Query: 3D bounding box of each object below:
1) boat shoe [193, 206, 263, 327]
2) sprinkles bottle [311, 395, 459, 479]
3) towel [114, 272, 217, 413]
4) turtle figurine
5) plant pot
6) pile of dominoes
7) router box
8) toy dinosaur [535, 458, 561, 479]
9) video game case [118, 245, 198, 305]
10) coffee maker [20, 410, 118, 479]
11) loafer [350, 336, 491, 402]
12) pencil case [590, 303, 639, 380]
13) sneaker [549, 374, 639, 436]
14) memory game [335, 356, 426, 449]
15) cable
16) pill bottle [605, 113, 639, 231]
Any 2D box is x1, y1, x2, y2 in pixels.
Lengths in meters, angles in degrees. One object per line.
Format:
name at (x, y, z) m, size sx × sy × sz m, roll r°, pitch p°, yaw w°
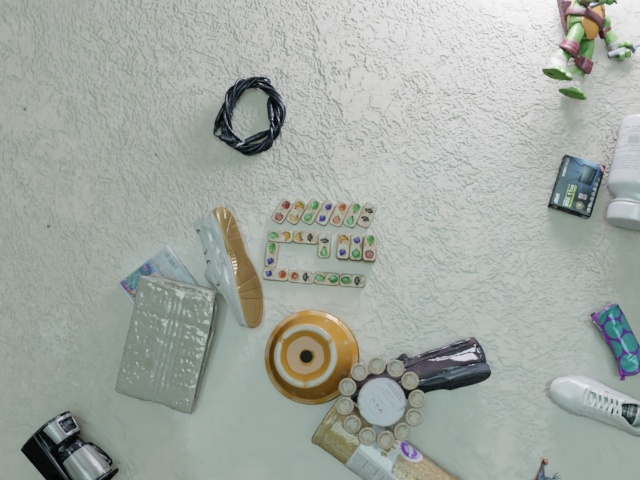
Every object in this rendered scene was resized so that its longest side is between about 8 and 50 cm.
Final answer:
boat shoe at (-0.208, 0.069, 1.837) m, size 0.096 × 0.098 × 0.277 m, roll -21°, pitch 82°, yaw 24°
sprinkles bottle at (0.154, 0.473, 1.723) m, size 0.355 × 0.121 × 0.121 m, roll 34°, pitch 85°, yaw 9°
towel at (-0.336, 0.223, 1.823) m, size 0.187 × 0.049 × 0.282 m, roll 14°, pitch 93°, yaw 8°
turtle figurine at (0.618, -0.444, 1.793) m, size 0.275 × 0.198 × 0.266 m, roll 27°, pitch 88°, yaw 12°
plant pot at (-0.024, 0.243, 1.739) m, size 0.205 × 0.188 × 0.205 m, roll -1°, pitch 81°, yaw 5°
pile of dominoes at (0.000, 0.000, 1.851) m, size 0.251 × 0.040 × 0.196 m, roll 4°, pitch 82°, yaw 5°
router box at (0.563, -0.119, 1.825) m, size 0.092 × 0.038 × 0.122 m, roll 17°, pitch 83°, yaw 8°
toy dinosaur at (0.459, 0.501, 1.737) m, size 0.090 × 0.047 × 0.082 m, roll -12°, pitch 62°, yaw 13°
video game case at (-0.355, 0.115, 1.872) m, size 0.143 × 0.019 × 0.157 m, roll -38°, pitch 81°, yaw -2°
coffee maker at (-0.553, 0.484, 1.779) m, size 0.171 × 0.120 × 0.178 m, roll -42°, pitch 80°, yaw -2°
loafer at (0.207, 0.278, 1.771) m, size 0.302 × 0.109 × 0.095 m, roll -10°, pitch 61°, yaw -3°
pencil case at (0.631, 0.213, 1.754) m, size 0.070 × 0.064 × 0.151 m, roll -23°, pitch 79°, yaw -15°
sneaker at (0.595, 0.340, 1.723) m, size 0.235 × 0.095 × 0.090 m, roll 18°, pitch 85°, yaw 9°
memory game at (0.123, 0.329, 1.689) m, size 0.186 × 0.012 × 0.186 m, roll 0°, pitch 78°, yaw 2°
cable at (-0.155, -0.291, 1.905) m, size 0.150 × 0.047 × 0.184 m, roll 26°, pitch 83°, yaw 8°
pill bottle at (0.686, -0.142, 1.772) m, size 0.131 × 0.131 × 0.229 m, roll 14°, pitch 83°, yaw 7°
